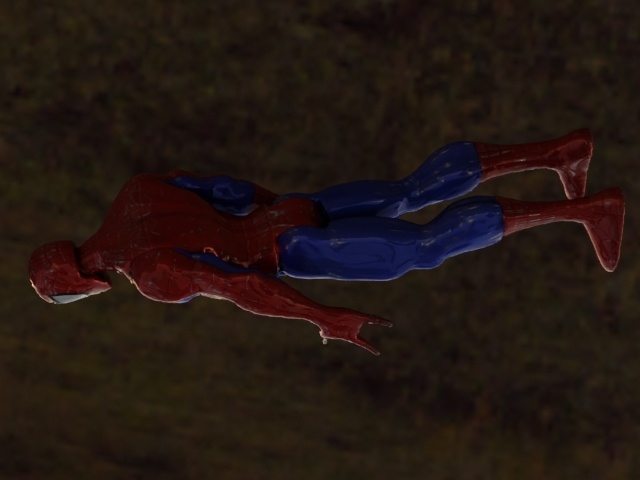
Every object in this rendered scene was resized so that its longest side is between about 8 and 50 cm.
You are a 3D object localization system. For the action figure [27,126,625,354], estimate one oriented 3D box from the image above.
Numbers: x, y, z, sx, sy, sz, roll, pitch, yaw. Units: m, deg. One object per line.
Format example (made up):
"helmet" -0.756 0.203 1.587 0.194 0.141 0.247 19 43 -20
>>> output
"action figure" 0.000 0.000 0.376 0.115 0.038 0.030 -5 133 -9
